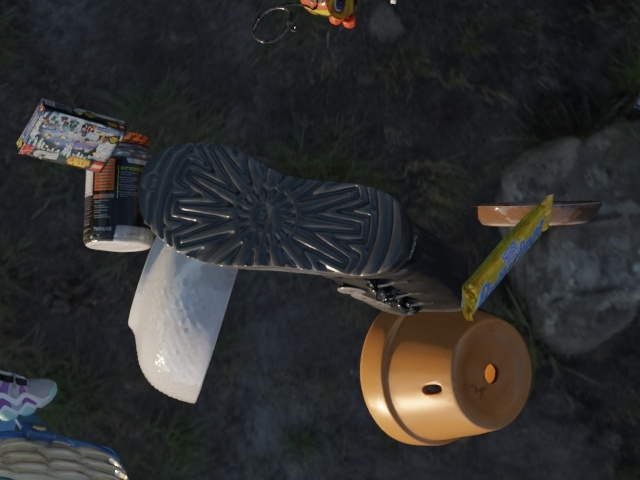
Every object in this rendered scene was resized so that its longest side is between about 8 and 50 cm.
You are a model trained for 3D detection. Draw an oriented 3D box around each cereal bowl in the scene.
[{"bbox_3d":[-0.213,0.079,1.574,0.141,0.339,0.338,19,112,-5],"label":"cereal bowl"}]

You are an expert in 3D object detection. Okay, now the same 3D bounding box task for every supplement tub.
[{"bbox_3d":[-0.337,-0.081,1.663,0.117,0.117,0.190,1,81,2],"label":"supplement tub"}]

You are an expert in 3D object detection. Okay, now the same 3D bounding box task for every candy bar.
[{"bbox_3d":[0.161,0.013,0.850,0.018,0.161,0.040,24,134,25],"label":"candy bar"}]

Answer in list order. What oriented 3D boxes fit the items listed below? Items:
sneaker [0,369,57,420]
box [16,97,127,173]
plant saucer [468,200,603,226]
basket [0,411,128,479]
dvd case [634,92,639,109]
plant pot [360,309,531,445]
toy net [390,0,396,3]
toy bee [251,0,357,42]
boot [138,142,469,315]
[{"bbox_3d":[-0.247,0.098,0.728,0.098,0.038,0.069,-12,109,-24],"label":"sneaker"},{"bbox_3d":[-0.374,-0.156,1.491,0.137,0.027,0.094,13,130,-38],"label":"box"},{"bbox_3d":[0.274,-0.035,1.260,0.169,0.168,0.029,-3,93,3],"label":"plant saucer"},{"bbox_3d":[-0.268,0.269,0.834,0.201,0.289,0.254,13,81,-22],"label":"basket"},{"bbox_3d":[0.472,-0.223,1.124,0.165,0.018,0.221,32,119,32],"label":"dvd case"},{"bbox_3d":[0.249,0.241,1.823,0.291,0.203,0.290,3,85,-35],"label":"plant pot"},{"bbox_3d":[0.101,-0.433,1.308,0.045,0.122,0.232,11,101,1],"label":"toy net"},{"bbox_3d":[0.013,-0.398,1.458,0.298,0.195,0.162,-44,148,5],"label":"toy bee"},{"bbox_3d":[0.002,0.001,1.381,0.367,0.445,0.146,17,89,20],"label":"boot"}]
